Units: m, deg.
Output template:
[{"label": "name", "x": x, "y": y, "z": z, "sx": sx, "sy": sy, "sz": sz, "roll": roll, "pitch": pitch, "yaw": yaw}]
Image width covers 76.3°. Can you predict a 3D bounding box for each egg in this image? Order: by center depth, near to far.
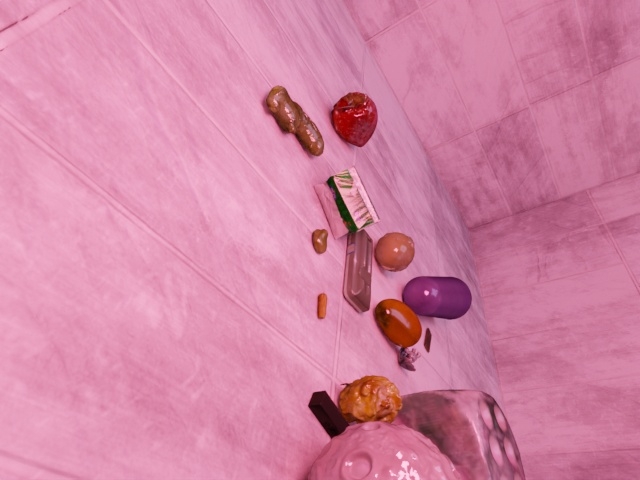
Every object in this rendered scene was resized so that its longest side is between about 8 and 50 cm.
[{"label": "egg", "x": 0.304, "y": 0.046, "z": 1.657, "sx": 0.201, "sy": 0.164, "sz": 0.164, "roll": -20, "pitch": 89, "yaw": -67}]

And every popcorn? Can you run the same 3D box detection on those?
[{"label": "popcorn", "x": 0.126, "y": 0.429, "z": 1.093, "sx": 0.173, "sy": 0.173, "sz": 0.142, "roll": -27, "pitch": 112, "yaw": -62}]

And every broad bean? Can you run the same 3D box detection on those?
[{"label": "broad bean", "x": 0.000, "y": 0.000, "z": 1.274, "sx": 0.063, "sy": 0.045, "sz": 0.083, "roll": 47, "pitch": 42, "yaw": -55}]

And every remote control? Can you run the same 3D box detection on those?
[{"label": "remote control", "x": 0.144, "y": 0.088, "z": 1.442, "sx": 0.128, "sy": 0.065, "sz": 0.335, "roll": 50, "pitch": 33, "yaw": -35}]

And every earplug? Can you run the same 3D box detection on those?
[{"label": "earplug", "x": 0.522, "y": 0.259, "z": 1.865, "sx": 0.456, "sy": 0.215, "sz": 0.215, "roll": 13, "pitch": 61, "yaw": -53}]

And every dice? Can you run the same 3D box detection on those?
[{"label": "dice", "x": 0.365, "y": 0.628, "z": 1.170, "sx": 0.330, "sy": 0.348, "sz": 0.328, "roll": 38, "pitch": 39, "yaw": -46}]

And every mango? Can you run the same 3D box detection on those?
[{"label": "mango", "x": 0.283, "y": 0.294, "z": 1.491, "sx": 0.221, "sy": 0.120, "sz": 0.151, "roll": 49, "pitch": 33, "yaw": -16}]

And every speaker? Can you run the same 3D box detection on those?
[{"label": "speaker", "x": 0.036, "y": 0.463, "z": 1.024, "sx": 0.191, "sy": 0.040, "sz": 0.046, "roll": 60, "pitch": 31, "yaw": -18}]

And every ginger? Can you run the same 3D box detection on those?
[{"label": "ginger", "x": -0.080, "y": -0.389, "z": 1.354, "sx": 0.290, "sy": 0.089, "sz": 0.137, "roll": 37, "pitch": 23, "yaw": -52}]

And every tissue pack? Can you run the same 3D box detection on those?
[{"label": "tissue pack", "x": 0.082, "y": -0.123, "z": 1.405, "sx": 0.209, "sy": 0.156, "sz": 0.148, "roll": 65, "pitch": -14, "yaw": -2}]

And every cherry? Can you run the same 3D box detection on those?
[{"label": "cherry", "x": 0.149, "y": -0.506, "z": 1.737, "sx": 0.175, "sy": 0.192, "sz": 0.250, "roll": 44, "pitch": -19, "yaw": 48}]

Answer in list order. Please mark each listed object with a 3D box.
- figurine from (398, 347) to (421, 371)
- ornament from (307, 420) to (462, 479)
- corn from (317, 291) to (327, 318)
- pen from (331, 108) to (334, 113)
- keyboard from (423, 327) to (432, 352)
[{"label": "figurine", "x": 0.328, "y": 0.431, "z": 1.514, "sx": 0.086, "sy": 0.082, "sz": 0.094, "roll": -51, "pitch": 127, "yaw": -34}, {"label": "ornament", "x": 0.133, "y": 0.543, "z": 0.832, "sx": 0.337, "sy": 0.337, "sz": 0.337, "roll": 39, "pitch": 40, "yaw": -43}, {"label": "corn", "x": 0.005, "y": 0.185, "z": 1.171, "sx": 0.027, "sy": 0.028, "sz": 0.083, "roll": 47, "pitch": 38, "yaw": -45}, {"label": "pen", "x": 0.120, "y": -0.543, "z": 1.865, "sx": 0.239, "sy": 0.028, "sz": 0.028, "roll": 15, "pitch": 59, "yaw": -57}, {"label": "keyboard", "x": 0.492, "y": 0.456, "z": 1.864, "sx": 0.049, "sy": 0.015, "sz": 0.129, "roll": 66, "pitch": 27, "yaw": -17}]
